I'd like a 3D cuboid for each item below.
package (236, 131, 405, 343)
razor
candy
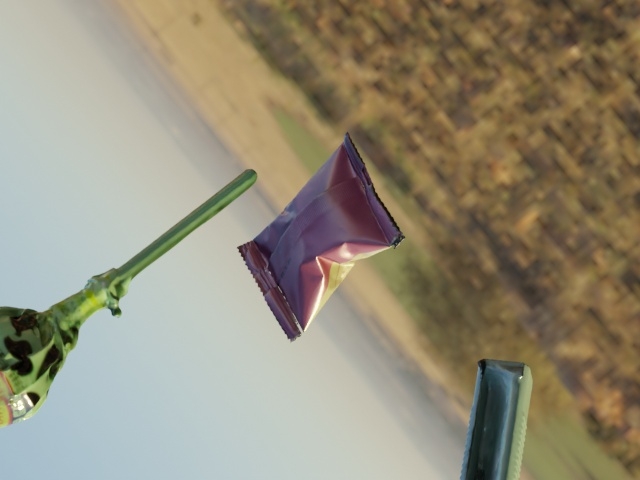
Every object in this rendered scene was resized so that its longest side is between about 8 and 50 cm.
[{"bbox_3d":[0.000,0.000,0.793,0.029,0.083,0.059,6,-132,-49],"label":"package"},{"bbox_3d":[0.073,0.185,0.874,0.056,0.111,0.278,77,-158,-52],"label":"razor"},{"bbox_3d":[-0.157,0.035,1.302,0.083,0.305,0.091,45,150,11],"label":"candy"}]
